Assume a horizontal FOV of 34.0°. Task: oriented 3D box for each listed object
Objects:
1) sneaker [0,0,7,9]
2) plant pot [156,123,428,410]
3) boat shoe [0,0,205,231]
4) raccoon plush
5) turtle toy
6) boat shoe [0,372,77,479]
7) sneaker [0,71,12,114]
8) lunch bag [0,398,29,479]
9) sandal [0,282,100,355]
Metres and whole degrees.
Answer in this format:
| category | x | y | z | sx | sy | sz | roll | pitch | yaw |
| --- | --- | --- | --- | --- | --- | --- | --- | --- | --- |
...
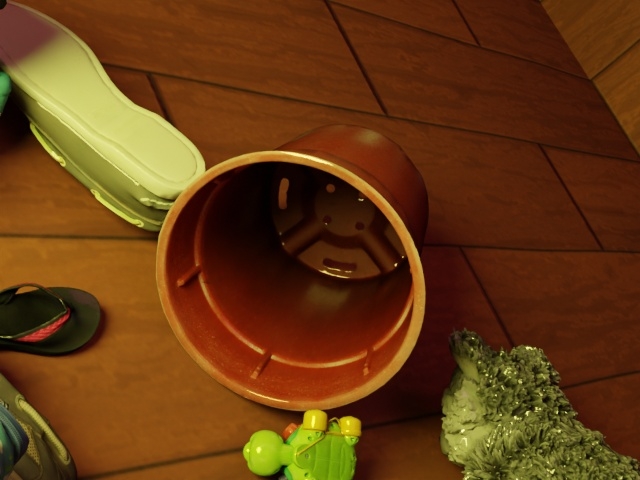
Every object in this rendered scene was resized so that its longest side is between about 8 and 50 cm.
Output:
| category | x | y | z | sx | sy | sz | roll | pitch | yaw |
| --- | --- | --- | --- | --- | --- | --- | --- | --- | --- |
| sneaker | -0.409 | -0.211 | 0.775 | 0.147 | 0.145 | 0.385 | 37 | 28 | 19 |
| plant pot | 0.000 | 0.000 | 1.133 | 0.272 | 0.272 | 0.265 | 47 | 25 | -5 |
| boat shoe | -0.255 | -0.130 | 1.089 | 0.305 | 0.091 | 0.109 | 42 | 42 | 7 |
| raccoon plush | 0.316 | 0.227 | 1.126 | 0.216 | 0.446 | 0.299 | 35 | 52 | -52 |
| turtle toy | -0.016 | 0.218 | 1.047 | 0.130 | 0.066 | 0.095 | 20 | 69 | -40 |
| boat shoe | -0.318 | 0.099 | 0.772 | 0.355 | 0.132 | 0.130 | 54 | 22 | -9 |
| sneaker | -0.384 | -0.218 | 1.011 | 0.275 | 0.110 | 0.107 | 54 | 33 | 8 |
| lunch bag | -0.301 | 0.140 | 0.640 | 0.176 | 0.219 | 0.090 | 37 | 34 | -18 |
| sandal | -0.264 | 0.066 | 0.928 | 0.179 | 0.040 | 0.067 | 2 | 56 | -50 |
